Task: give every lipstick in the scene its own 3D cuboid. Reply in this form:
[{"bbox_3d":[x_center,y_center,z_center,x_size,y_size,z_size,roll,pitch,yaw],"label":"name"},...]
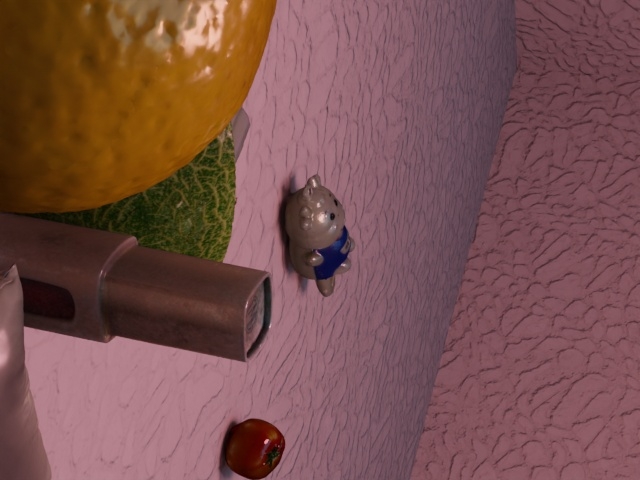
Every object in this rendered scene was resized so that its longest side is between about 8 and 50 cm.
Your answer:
[{"bbox_3d":[-0.166,0.039,1.032,0.077,0.253,0.079,-56,152,-56],"label":"lipstick"}]

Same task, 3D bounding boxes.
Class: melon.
[{"bbox_3d":[-0.172,-0.015,1.162,0.323,0.196,0.124,91,-5,-51],"label":"melon"}]

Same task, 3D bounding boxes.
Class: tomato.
[{"bbox_3d":[-0.093,0.285,1.748,0.087,0.075,0.087,-43,144,-42],"label":"tomato"}]

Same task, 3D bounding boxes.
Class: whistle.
[{"bbox_3d":[0.000,0.000,1.882,0.244,0.092,0.110,77,19,-49],"label":"whistle"}]

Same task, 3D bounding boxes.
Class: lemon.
[{"bbox_3d":[-0.173,-0.177,0.815,0.336,0.336,0.336,9,90,-74],"label":"lemon"}]

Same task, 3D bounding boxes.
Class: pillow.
[{"bbox_3d":[-0.272,0.147,1.013,0.144,0.078,0.254,-47,148,-42],"label":"pillow"}]

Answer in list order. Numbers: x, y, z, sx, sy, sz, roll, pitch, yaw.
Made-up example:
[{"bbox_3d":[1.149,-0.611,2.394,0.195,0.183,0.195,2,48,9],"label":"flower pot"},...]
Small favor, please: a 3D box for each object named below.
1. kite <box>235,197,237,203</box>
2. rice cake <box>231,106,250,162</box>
[{"bbox_3d":[-0.131,-0.069,1.546,0.198,0.006,0.244,-18,115,-72],"label":"kite"},{"bbox_3d":[-0.138,-0.114,1.434,0.189,0.037,0.198,77,28,-45],"label":"rice cake"}]
